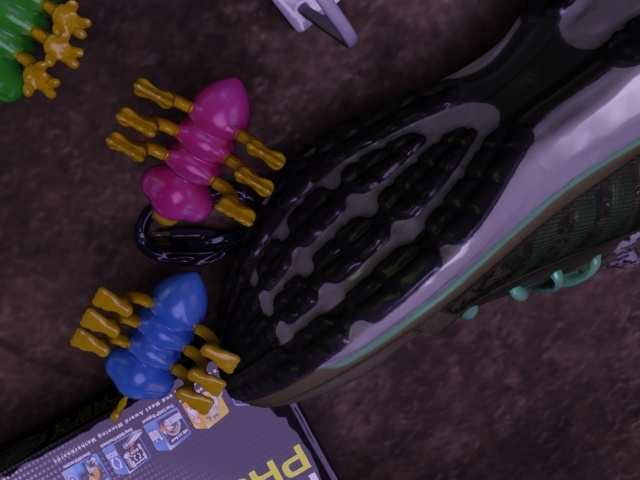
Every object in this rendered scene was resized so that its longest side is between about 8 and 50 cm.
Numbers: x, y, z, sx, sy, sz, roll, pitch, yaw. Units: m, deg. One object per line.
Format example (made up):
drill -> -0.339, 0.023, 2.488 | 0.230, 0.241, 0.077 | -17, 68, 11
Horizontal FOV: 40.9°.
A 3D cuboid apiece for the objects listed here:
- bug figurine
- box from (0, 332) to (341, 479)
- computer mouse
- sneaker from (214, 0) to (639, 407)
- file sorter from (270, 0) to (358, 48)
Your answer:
bug figurine -> -0.147, -0.030, 0.474 | 0.279, 0.072, 0.216 | 33, 107, -9
box -> -0.111, 0.209, 0.568 | 0.270, 0.060, 0.216 | -28, 99, -9
computer mouse -> 0.000, 0.000, 0.573 | 0.242, 0.041, 0.071 | 7, 100, -7
sneaker -> 0.125, -0.012, 0.497 | 0.410, 0.158, 0.182 | -36, 127, 8
file sorter -> 0.049, -0.254, 0.408 | 0.278, 0.173, 0.193 | -40, 114, 4
